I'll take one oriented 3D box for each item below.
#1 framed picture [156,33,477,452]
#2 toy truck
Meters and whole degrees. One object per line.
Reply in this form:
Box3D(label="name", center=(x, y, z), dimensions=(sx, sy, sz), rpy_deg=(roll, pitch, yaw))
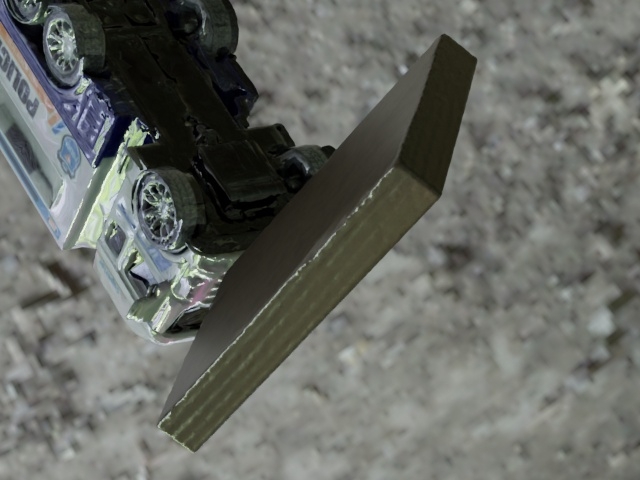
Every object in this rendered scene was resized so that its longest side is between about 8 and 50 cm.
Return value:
Box3D(label="framed picture", center=(0.000, 0.000, 0.824), dimensions=(0.023, 0.128, 0.168), rpy_deg=(37, 120, -10))
Box3D(label="toy truck", center=(-0.108, -0.058, 1.148), dimensions=(0.124, 0.268, 0.155), rpy_deg=(-11, 146, -37))
